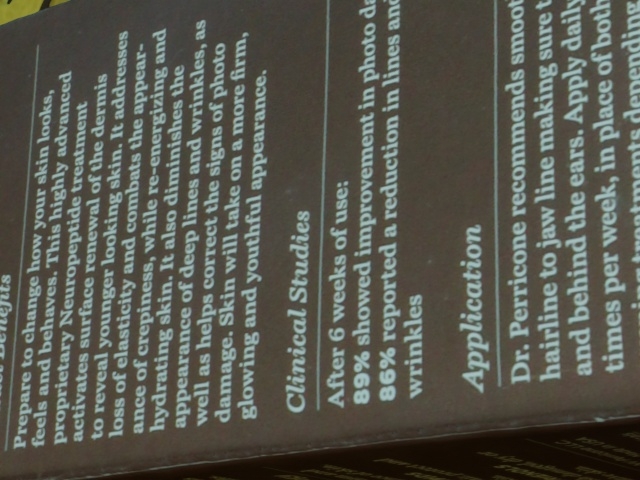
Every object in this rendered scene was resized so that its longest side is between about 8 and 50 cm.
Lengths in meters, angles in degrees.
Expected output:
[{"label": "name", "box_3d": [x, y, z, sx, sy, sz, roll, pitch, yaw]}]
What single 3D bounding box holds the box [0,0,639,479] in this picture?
[{"label": "box", "box_3d": [0.000, 0.000, 0.596, 0.381, 0.143, 0.191, -10, 70, 35]}]
